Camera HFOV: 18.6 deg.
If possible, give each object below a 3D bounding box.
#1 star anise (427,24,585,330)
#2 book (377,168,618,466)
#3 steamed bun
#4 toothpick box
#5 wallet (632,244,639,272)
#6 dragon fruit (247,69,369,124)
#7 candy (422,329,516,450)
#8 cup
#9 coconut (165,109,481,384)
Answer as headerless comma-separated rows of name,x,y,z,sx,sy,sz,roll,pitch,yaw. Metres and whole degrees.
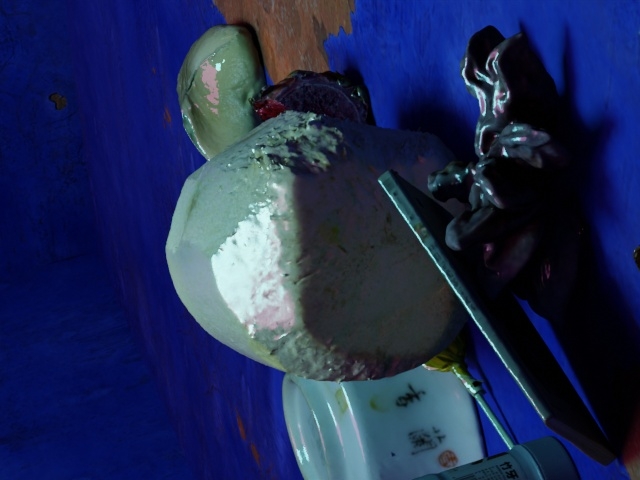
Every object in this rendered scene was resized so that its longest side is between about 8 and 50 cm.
star anise,0.165,-0.056,1.720,0.212,0.129,0.283,-97,7,-50
book,0.162,0.072,1.765,0.283,0.025,0.215,58,-169,26
steamed bun,-0.141,-0.191,2.733,0.231,0.110,0.212,165,89,-78
toothpick box,0.172,0.261,1.927,0.101,0.153,0.101,165,90,-75
wallet,0.299,0.029,1.462,0.232,0.031,0.122,123,126,-74
dragon fruit,0.002,-0.161,2.257,0.147,0.096,0.102,32,171,-6
candy,0.164,0.163,2.088,0.058,0.062,0.194,-47,58,20
cup,0.056,0.213,2.298,0.347,0.163,0.347,165,90,-76
coconut,0.000,0.000,2.036,0.309,0.297,0.297,-173,68,-69
